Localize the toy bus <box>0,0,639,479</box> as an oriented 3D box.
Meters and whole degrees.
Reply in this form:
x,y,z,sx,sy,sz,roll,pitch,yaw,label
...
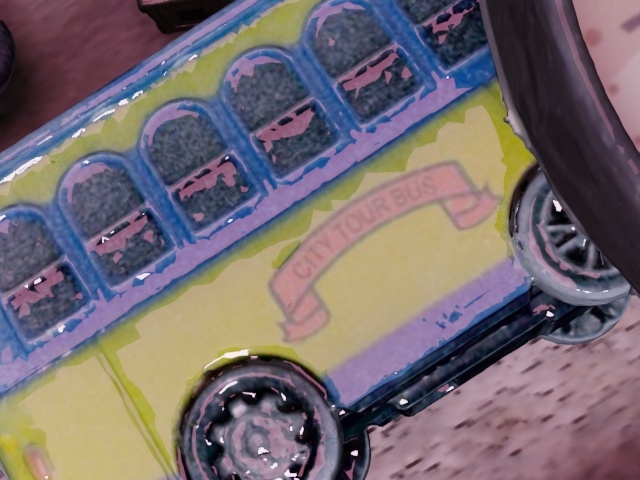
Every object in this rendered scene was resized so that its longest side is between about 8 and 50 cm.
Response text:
x,y,z,sx,sy,sz,roll,pitch,yaw,label
0.000,0.000,0.481,0.312,0.152,0.190,-33,77,0,toy bus

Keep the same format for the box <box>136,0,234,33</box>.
x,y,z,sx,sy,sz,roll,pitch,yaw,label
-0.053,-0.143,0.567,0.085,0.060,0.063,-8,82,6,box

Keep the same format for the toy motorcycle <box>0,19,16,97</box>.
x,y,z,sx,sy,sz,roll,pitch,yaw,label
-0.283,-0.059,0.564,0.260,0.110,0.171,-37,64,-5,toy motorcycle

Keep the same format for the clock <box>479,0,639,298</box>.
x,y,z,sx,sy,sz,roll,pitch,yaw,label
0.237,-0.115,0.340,0.386,0.076,0.386,0,91,2,clock
